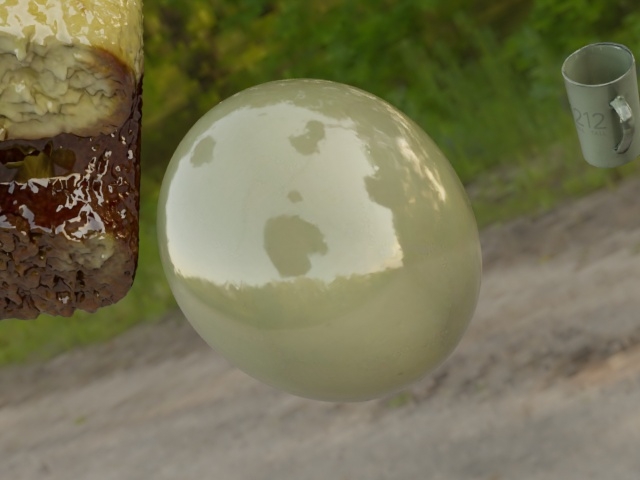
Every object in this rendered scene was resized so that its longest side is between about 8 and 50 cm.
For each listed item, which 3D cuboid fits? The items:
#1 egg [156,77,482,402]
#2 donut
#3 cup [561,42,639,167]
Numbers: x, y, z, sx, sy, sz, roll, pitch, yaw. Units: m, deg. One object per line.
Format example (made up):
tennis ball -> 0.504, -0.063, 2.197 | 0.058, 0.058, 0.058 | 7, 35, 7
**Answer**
egg -> 0.000, 0.000, 1.119 | 0.186, 0.186, 0.242 | -31, 34, -14
donut -> -0.125, -0.065, 0.865 | 0.085, 0.141, 0.217 | 3, -34, -5
cup -> 0.223, -0.098, 1.393 | 0.054, 0.083, 0.075 | -39, 42, -25
